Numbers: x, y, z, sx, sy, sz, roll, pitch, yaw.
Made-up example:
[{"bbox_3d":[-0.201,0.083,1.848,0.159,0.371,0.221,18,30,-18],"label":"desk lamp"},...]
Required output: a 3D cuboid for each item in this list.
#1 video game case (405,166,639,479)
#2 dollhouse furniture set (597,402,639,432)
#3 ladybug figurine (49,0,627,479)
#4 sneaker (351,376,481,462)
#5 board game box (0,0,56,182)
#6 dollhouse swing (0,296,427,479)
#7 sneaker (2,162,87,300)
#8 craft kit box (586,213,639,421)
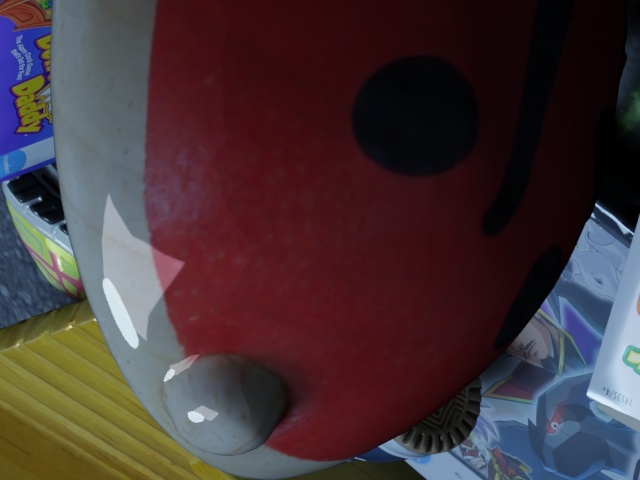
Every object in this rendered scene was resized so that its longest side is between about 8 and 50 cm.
[{"bbox_3d":[0.168,0.105,1.020,0.248,0.035,0.275,40,138,14],"label":"video game case"},{"bbox_3d":[0.294,-0.094,0.689,0.362,0.256,0.394,29,116,26],"label":"dollhouse furniture set"},{"bbox_3d":[0.030,-0.099,0.757,0.162,0.449,0.305,-9,138,28],"label":"ladybug figurine"},{"bbox_3d":[0.000,0.000,1.057,0.153,0.099,0.282,-31,70,60],"label":"sneaker"},{"bbox_3d":[-0.226,-0.239,1.031,0.347,0.078,0.233,62,162,21],"label":"board game box"},{"bbox_3d":[-0.116,0.252,1.225,0.315,0.305,0.347,36,150,-25],"label":"dollhouse swing"},{"bbox_3d":[-0.156,0.020,1.310,0.208,0.081,0.094,49,151,13],"label":"sneaker"},{"bbox_3d":[0.231,-0.014,0.560,0.250,0.061,0.247,24,116,29],"label":"craft kit box"}]
